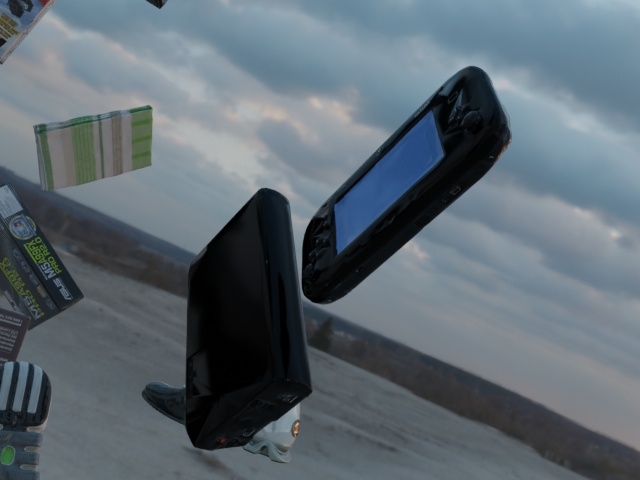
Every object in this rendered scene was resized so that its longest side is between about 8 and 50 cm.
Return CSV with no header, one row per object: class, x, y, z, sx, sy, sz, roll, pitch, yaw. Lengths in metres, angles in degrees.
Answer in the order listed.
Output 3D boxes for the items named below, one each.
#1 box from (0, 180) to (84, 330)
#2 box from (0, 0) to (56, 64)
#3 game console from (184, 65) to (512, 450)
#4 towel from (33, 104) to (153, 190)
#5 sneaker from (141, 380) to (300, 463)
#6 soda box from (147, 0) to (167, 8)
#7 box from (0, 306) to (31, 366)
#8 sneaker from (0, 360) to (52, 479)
box,-0.608,0.039,1.407,0.216,0.060,0.270,-23,-80,48
box,-0.341,-0.253,0.680,0.137,0.094,0.027,39,-10,-16
game console,0.000,0.000,0.558,0.043,0.361,0.213,27,35,-32
towel,-0.295,-0.123,0.917,0.023,0.151,0.113,56,-32,27
sneaker,-0.187,0.309,1.366,0.330,0.146,0.122,15,-8,16
soda box,-0.148,-0.207,0.393,0.168,0.053,0.060,33,-12,0
box,-0.600,0.300,1.112,0.143,0.382,0.191,23,-36,-20
sneaker,-0.331,0.245,0.701,0.086,0.229,0.132,22,-32,-27
